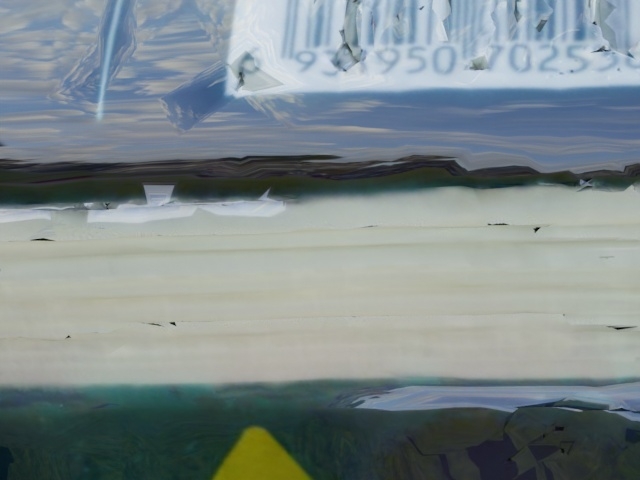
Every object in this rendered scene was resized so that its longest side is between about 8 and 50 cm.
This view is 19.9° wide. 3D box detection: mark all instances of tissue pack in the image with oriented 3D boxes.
[{"bbox_3d":[0.000,0.000,0.531,0.264,0.417,0.253,-83,170,-54],"label":"tissue pack"}]
